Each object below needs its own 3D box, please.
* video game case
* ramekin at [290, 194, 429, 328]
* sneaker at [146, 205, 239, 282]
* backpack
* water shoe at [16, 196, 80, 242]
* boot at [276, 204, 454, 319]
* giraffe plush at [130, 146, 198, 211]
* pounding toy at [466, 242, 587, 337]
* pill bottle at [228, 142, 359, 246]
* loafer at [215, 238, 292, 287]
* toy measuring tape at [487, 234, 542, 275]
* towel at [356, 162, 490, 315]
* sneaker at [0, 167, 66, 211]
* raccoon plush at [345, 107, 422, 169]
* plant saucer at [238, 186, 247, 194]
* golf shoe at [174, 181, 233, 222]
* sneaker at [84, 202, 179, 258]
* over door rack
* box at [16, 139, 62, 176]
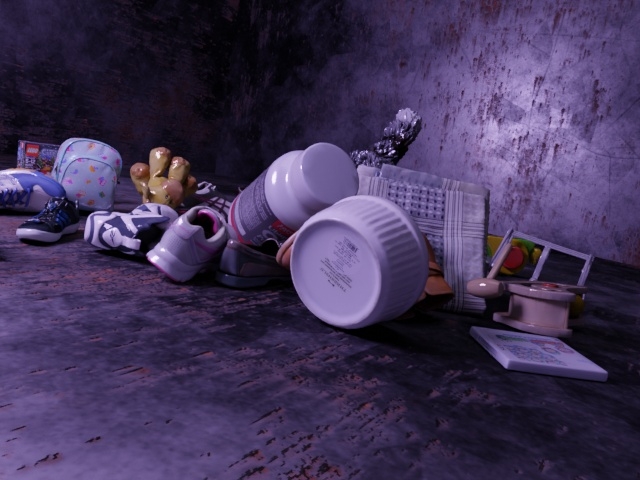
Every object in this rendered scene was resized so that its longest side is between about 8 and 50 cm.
[{"bbox_3d":[0.333,0.174,0.830,0.157,0.019,0.143,9,9,-7],"label":"video game case"},{"bbox_3d":[0.049,0.037,0.819,0.207,0.207,0.109,16,20,34],"label":"ramekin"},{"bbox_3d":[-0.207,-0.005,0.988,0.103,0.111,0.252,38,16,4],"label":"sneaker"},{"bbox_3d":[-0.604,-0.171,1.383,0.166,0.188,0.144,11,0,-31],"label":"backpack"},{"bbox_3d":[-0.545,-0.048,1.069,0.073,0.080,0.203,8,9,-7],"label":"water shoe"},{"bbox_3d":[0.082,0.059,0.967,0.284,0.109,0.220,-12,56,-22],"label":"boot"},{"bbox_3d":[-0.421,-0.125,1.404,0.181,0.210,0.170,33,4,-25],"label":"giraffe plush"},{"bbox_3d":[0.414,0.089,0.990,0.270,0.154,0.154,3,3,-38],"label":"pounding toy"},{"bbox_3d":[-0.059,-0.081,1.119,0.176,0.176,0.318,5,-19,-30],"label":"pill bottle"},{"bbox_3d":[-0.098,0.033,1.033,0.096,0.084,0.267,14,10,24],"label":"loafer"},{"bbox_3d":[0.496,0.039,1.594,0.330,0.121,0.121,6,9,0],"label":"toy measuring tape"},{"bbox_3d":[0.197,-0.018,1.102,0.312,0.324,0.056,10,-32,3],"label":"towel"},{"bbox_3d":[-0.744,-0.101,1.210,0.297,0.111,0.131,7,30,-24],"label":"sneaker"},{"bbox_3d":[0.156,-0.122,1.272,0.216,0.446,0.299,29,5,-43],"label":"raccoon plush"},{"bbox_3d":[-0.127,-0.088,1.708,0.311,0.050,0.310,25,8,-4],"label":"plant saucer"},{"bbox_3d":[-0.323,-0.116,1.639,0.273,0.120,0.105,4,9,-41],"label":"golf shoe"},{"bbox_3d":[-0.331,-0.015,1.074,0.153,0.094,0.235,18,8,22],"label":"sneaker"},{"bbox_3d":[0.551,0.083,1.365,0.240,0.108,0.324,21,26,25],"label":"over door rack"},{"bbox_3d":[-0.729,-0.188,1.509,0.044,0.159,0.233,17,12,39],"label":"box"}]
